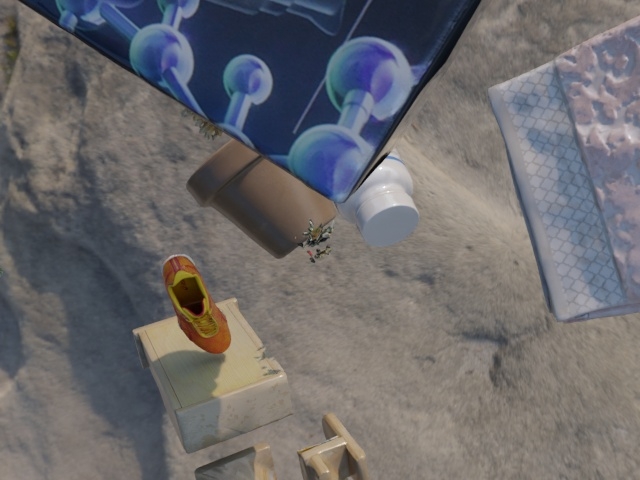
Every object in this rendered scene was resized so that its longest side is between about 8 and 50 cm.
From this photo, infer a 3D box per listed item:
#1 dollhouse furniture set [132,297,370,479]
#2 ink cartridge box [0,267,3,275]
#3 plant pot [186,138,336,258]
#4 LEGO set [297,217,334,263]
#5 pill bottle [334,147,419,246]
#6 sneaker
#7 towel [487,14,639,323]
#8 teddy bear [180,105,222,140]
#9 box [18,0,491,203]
[{"bbox_3d":[-0.142,0.332,1.198,0.362,0.256,0.394,-17,117,-18],"label":"dollhouse furniture set"},{"bbox_3d":[-0.348,0.016,0.674,0.209,0.062,0.109,-44,65,14],"label":"ink cartridge box"},{"bbox_3d":[-0.091,-0.096,1.523,0.263,0.263,0.229,-38,92,11],"label":"plant pot"},{"bbox_3d":[-0.002,0.002,0.974,0.054,0.083,0.023,-25,126,28],"label":"LEGO set"},{"bbox_3d":[0.069,-0.101,1.199,0.124,0.124,0.221,-30,52,12],"label":"pill bottle"},{"bbox_3d":[-0.164,0.097,1.025,0.064,0.175,0.067,-27,40,-4],"label":"sneaker"},{"bbox_3d":[0.370,-0.086,0.890,0.317,0.053,0.332,-20,81,40],"label":"towel"},{"bbox_3d":[-0.041,-0.236,0.680,0.113,0.338,0.245,-19,98,50],"label":"teddy bear"},{"bbox_3d":[-0.060,-0.259,0.422,0.395,0.212,0.293,32,109,2],"label":"box"}]
